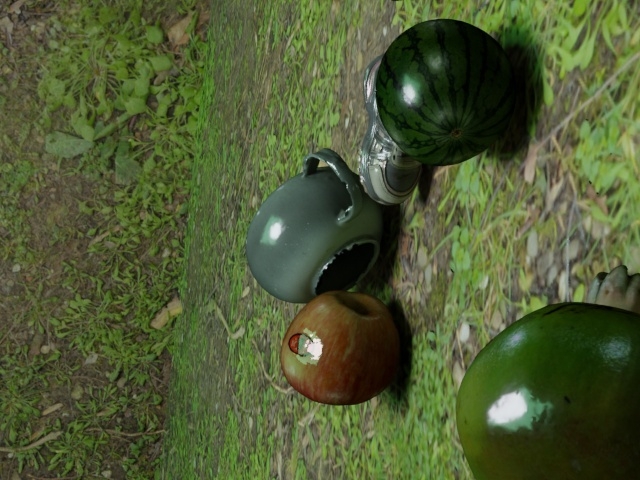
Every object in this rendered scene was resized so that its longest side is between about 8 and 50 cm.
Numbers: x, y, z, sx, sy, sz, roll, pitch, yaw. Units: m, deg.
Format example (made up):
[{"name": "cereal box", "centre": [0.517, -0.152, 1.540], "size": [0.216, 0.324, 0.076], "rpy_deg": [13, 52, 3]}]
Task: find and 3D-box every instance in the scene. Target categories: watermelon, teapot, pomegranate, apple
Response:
[{"name": "watermelon", "centre": [0.120, -0.157, 0.963], "size": [0.187, 0.140, 0.141], "rpy_deg": [-100, 21, -56]}, {"name": "teapot", "centre": [0.000, 0.000, 1.240], "size": [0.129, 0.193, 0.294], "rpy_deg": [47, 148, 26]}, {"name": "pomegranate", "centre": [0.192, 0.108, 0.667], "size": [0.210, 0.179, 0.180], "rpy_deg": [-64, 2, -37]}, {"name": "apple", "centre": [0.028, 0.131, 1.184], "size": [0.146, 0.146, 0.131], "rpy_deg": [-133, 54, -67]}]

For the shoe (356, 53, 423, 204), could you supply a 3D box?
[{"name": "shoe", "centre": [0.103, -0.130, 1.113], "size": [0.092, 0.089, 0.180], "rpy_deg": [9, 98, 60]}]
